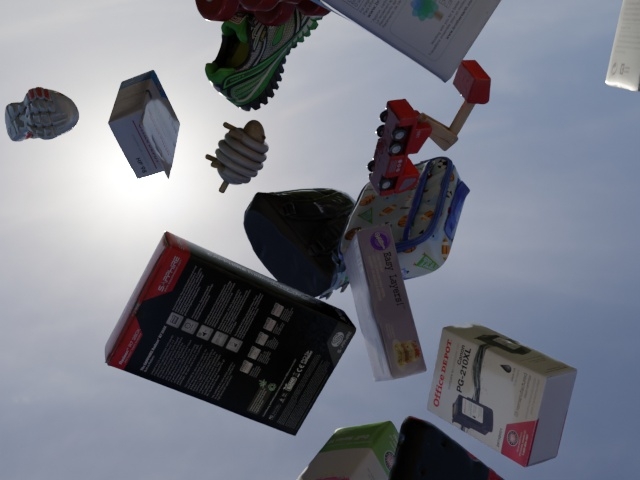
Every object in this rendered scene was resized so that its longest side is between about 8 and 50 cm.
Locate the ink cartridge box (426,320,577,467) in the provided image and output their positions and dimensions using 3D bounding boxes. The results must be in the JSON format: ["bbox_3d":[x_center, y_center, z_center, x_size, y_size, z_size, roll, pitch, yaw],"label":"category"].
[{"bbox_3d":[0.315,0.266,1.679,0.100,0.172,0.237,-4,-161,-41],"label":"ink cartridge box"}]

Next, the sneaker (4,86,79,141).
[{"bbox_3d":[-0.315,-0.149,1.112,0.064,0.061,0.157,-11,-170,-41],"label":"sneaker"}]

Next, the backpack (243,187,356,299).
[{"bbox_3d":[0.000,0.000,2.324,0.290,0.273,0.355,49,-137,13],"label":"backpack"}]

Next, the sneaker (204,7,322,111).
[{"bbox_3d":[-0.103,-0.428,1.856,0.134,0.344,0.146,28,-179,37],"label":"sneaker"}]

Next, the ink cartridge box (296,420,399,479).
[{"bbox_3d":[0.023,0.448,1.346,0.119,0.207,0.353,-16,-163,40],"label":"ink cartridge box"}]

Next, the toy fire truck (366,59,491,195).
[{"bbox_3d":[0.145,-0.149,1.282,0.135,0.192,0.047,-9,-133,-22],"label":"toy fire truck"}]

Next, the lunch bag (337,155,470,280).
[{"bbox_3d":[0.176,-0.047,1.930,0.243,0.115,0.303,-17,-147,32],"label":"lunch bag"}]

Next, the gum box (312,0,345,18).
[{"bbox_3d":[0.047,-0.377,1.248,0.184,0.157,0.041,16,-145,-42],"label":"gum box"}]

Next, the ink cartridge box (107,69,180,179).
[{"bbox_3d":[-0.263,-0.166,1.409,0.060,0.104,0.180,-17,-147,9],"label":"ink cartridge box"}]

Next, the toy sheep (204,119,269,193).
[{"bbox_3d":[-0.131,-0.134,1.509,0.091,0.132,0.091,30,-163,-11],"label":"toy sheep"}]

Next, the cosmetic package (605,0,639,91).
[{"bbox_3d":[0.648,-0.457,1.549,0.229,0.454,0.161,7,-167,-6],"label":"cosmetic package"}]

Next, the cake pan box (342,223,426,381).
[{"bbox_3d":[0.105,0.114,1.663,0.070,0.267,0.246,-13,170,-8],"label":"cake pan box"}]

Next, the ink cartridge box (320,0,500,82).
[{"bbox_3d":[0.042,-0.397,1.033,0.395,0.270,0.151,28,-167,-24],"label":"ink cartridge box"}]

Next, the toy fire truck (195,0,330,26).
[{"bbox_3d":[-0.097,-0.522,1.676,0.169,0.254,0.302,-7,-173,-41],"label":"toy fire truck"}]

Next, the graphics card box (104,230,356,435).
[{"bbox_3d":[-0.151,0.163,1.612,0.370,0.233,0.094,25,-170,-21],"label":"graphics card box"}]

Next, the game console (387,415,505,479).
[{"bbox_3d":[0.149,0.440,1.069,0.060,0.342,0.387,-13,-131,42],"label":"game console"}]
